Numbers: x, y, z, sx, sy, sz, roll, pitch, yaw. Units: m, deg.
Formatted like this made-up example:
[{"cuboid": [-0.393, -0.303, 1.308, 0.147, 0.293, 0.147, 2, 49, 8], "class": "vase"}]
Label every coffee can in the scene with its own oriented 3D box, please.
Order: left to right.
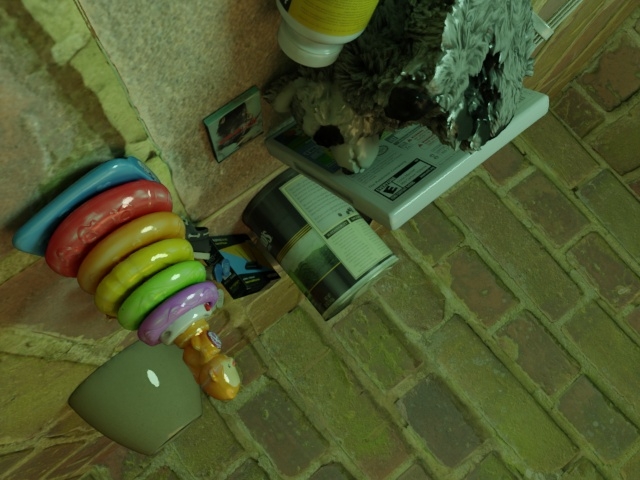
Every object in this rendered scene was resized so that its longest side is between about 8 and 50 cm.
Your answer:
[{"cuboid": [0.000, 0.000, 1.142, 0.202, 0.275, 0.201, -39, 169, -9], "class": "coffee can"}]

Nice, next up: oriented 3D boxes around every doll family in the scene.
[{"cuboid": [-0.280, 0.106, 0.948, 0.163, 0.118, 0.263, -2, -174, 24], "class": "doll family"}]

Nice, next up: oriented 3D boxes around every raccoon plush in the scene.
[{"cuboid": [0.111, -0.298, 0.698, 0.216, 0.299, 0.445, 17, 95, -48], "class": "raccoon plush"}]

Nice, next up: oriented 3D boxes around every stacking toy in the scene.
[{"cuboid": [-0.190, 0.063, 0.647, 0.166, 0.301, 0.175, -39, 169, -4], "class": "stacking toy"}]

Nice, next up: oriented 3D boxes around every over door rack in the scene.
[{"cuboid": [0.271, -0.371, 0.818, 0.239, 0.108, 0.324, -45, -158, 29], "class": "over door rack"}]

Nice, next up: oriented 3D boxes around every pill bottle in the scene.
[{"cuboid": [0.014, -0.263, 0.539, 0.103, 0.103, 0.184, -34, 168, -30], "class": "pill bottle"}]

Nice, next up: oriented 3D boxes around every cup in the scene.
[{"cuboid": [-0.453, 0.425, 1.458, 0.331, 0.237, 0.331, -39, 169, -9], "class": "cup"}]

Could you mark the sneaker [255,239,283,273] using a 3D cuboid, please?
[{"cuboid": [-0.057, -0.037, 1.309, 0.290, 0.106, 0.123, -47, 173, -36], "class": "sneaker"}]

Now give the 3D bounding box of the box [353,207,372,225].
[{"cuboid": [0.115, -0.136, 1.332, 0.158, 0.093, 0.155, 106, 7, -71], "class": "box"}]

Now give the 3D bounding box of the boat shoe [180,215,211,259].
[{"cuboid": [-0.242, -0.009, 0.907, 0.206, 0.075, 0.064, 29, 68, -74], "class": "boat shoe"}]

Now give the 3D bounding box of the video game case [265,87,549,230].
[{"cuboid": [0.125, -0.177, 0.855, 0.329, 0.300, 0.036, -37, 137, -18], "class": "video game case"}]

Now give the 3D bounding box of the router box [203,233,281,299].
[{"cuboid": [-0.169, 0.051, 1.155, 0.046, 0.133, 0.179, -42, 170, 14], "class": "router box"}]

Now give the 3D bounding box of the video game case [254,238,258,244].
[{"cuboid": [-0.096, 0.015, 1.471, 0.227, 0.026, 0.206, -28, 159, -31], "class": "video game case"}]

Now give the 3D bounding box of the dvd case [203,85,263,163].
[{"cuboid": [-0.119, -0.160, 0.768, 0.087, 0.013, 0.119, -38, 170, -13], "class": "dvd case"}]
